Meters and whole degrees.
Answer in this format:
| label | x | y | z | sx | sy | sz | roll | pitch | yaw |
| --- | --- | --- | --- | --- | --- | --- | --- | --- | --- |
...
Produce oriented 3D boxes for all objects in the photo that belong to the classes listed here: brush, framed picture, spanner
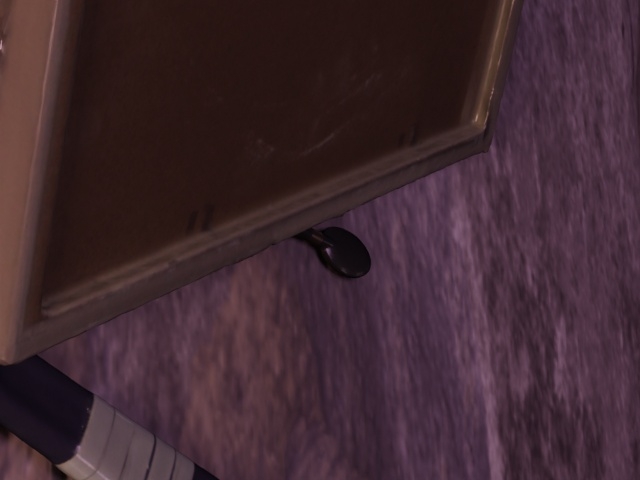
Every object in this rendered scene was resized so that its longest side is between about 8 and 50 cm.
| label | x | y | z | sx | sy | sz | roll | pitch | yaw |
| --- | --- | --- | --- | --- | --- | --- | --- | --- | --- |
| brush | 0.000 | 0.000 | 0.873 | 0.083 | 0.008 | 0.024 | 26 | 61 | -50 |
| framed picture | 0.013 | -0.155 | 0.762 | 0.446 | 0.028 | 0.326 | -24 | 130 | -60 |
| spanner | -0.091 | 0.070 | 0.704 | 0.316 | 0.024 | 0.087 | 42 | 42 | -42 |
